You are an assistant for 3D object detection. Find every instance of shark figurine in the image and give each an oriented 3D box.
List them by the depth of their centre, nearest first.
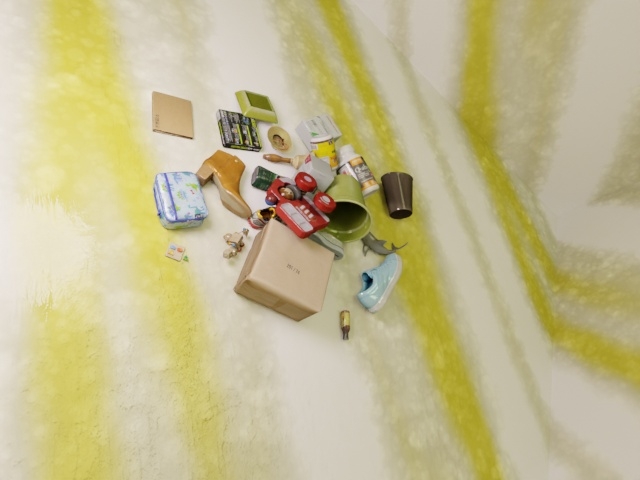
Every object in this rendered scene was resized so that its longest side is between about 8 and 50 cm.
[{"bbox_3d":[0.322,0.022,2.054,0.278,0.116,0.166,24,56,-22],"label":"shark figurine"}]

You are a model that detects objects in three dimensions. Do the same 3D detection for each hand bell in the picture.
[{"bbox_3d":[-0.159,-0.388,1.941,0.242,0.126,0.126,7,62,-19],"label":"hand bell"}]

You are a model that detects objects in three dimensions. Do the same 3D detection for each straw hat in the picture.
[{"bbox_3d":[-0.212,-0.480,1.958,0.145,0.061,0.144,14,64,-31],"label":"straw hat"}]

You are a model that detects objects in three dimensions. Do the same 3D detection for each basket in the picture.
[{"bbox_3d":[0.444,-0.248,2.263,0.205,0.154,0.226,11,64,-30],"label":"basket"}]

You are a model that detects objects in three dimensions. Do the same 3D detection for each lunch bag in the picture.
[{"bbox_3d":[-0.539,-0.155,1.531,0.176,0.090,0.218,-6,70,-35],"label":"lunch bag"}]

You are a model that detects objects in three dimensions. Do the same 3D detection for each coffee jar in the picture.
[{"bbox_3d":[-0.219,-0.264,1.827,0.185,0.079,0.096,20,53,-26],"label":"coffee jar"}]

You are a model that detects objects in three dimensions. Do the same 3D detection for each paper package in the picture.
[{"bbox_3d":[-0.138,0.123,1.624,0.325,0.168,0.309,30,53,-19],"label":"paper package"}]

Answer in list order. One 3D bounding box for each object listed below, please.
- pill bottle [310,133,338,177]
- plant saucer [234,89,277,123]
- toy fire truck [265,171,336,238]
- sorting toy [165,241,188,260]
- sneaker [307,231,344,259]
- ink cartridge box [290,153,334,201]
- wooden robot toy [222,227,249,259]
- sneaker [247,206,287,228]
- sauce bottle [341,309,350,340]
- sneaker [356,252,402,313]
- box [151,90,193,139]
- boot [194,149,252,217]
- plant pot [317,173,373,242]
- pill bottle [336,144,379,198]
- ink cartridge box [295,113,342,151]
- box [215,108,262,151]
[{"bbox_3d":[0.023,-0.419,2.015,0.117,0.117,0.214,-36,123,-42],"label":"pill bottle"},{"bbox_3d":[-0.307,-0.666,1.967,0.188,0.045,0.188,2,51,-35],"label":"plant saucer"},{"bbox_3d":[-0.101,-0.149,1.677,0.302,0.169,0.254,48,32,13],"label":"toy fire truck"},{"bbox_3d":[-0.524,0.045,1.485,0.083,0.012,0.062,25,54,-23],"label":"sorting toy"},{"bbox_3d":[0.000,0.000,1.854,0.258,0.094,0.091,33,36,-26],"label":"sneaker"},{"bbox_3d":[-0.043,-0.284,1.885,0.127,0.176,0.128,22,36,-29],"label":"ink cartridge box"},{"bbox_3d":[-0.356,0.006,1.610,0.079,0.076,0.173,15,51,13],"label":"wooden robot toy"},{"bbox_3d":[-0.199,-0.102,1.747,0.225,0.093,0.088,-13,74,-41],"label":"sneaker"},{"bbox_3d":[0.110,0.371,1.757,0.042,0.042,0.128,19,55,-28],"label":"sauce bottle"},{"bbox_3d":[0.282,0.168,1.930,0.150,0.135,0.365,43,48,-14],"label":"sneaker"},{"bbox_3d":[-0.628,-0.532,1.707,0.165,0.021,0.201,5,63,-34],"label":"box"},{"bbox_3d":[-0.364,-0.251,1.698,0.295,0.104,0.211,39,50,-8],"label":"boot"},{"bbox_3d":[0.106,-0.172,1.920,0.276,0.276,0.253,26,42,-23],"label":"plant pot"},{"bbox_3d":[0.177,-0.352,2.109,0.162,0.162,0.278,-24,83,-42],"label":"pill bottle"},{"bbox_3d":[-0.007,-0.577,2.142,0.208,0.087,0.153,-31,86,-41],"label":"ink cartridge box"},{"bbox_3d":[-0.378,-0.510,1.865,0.184,0.045,0.190,-1,67,-39],"label":"box"}]
